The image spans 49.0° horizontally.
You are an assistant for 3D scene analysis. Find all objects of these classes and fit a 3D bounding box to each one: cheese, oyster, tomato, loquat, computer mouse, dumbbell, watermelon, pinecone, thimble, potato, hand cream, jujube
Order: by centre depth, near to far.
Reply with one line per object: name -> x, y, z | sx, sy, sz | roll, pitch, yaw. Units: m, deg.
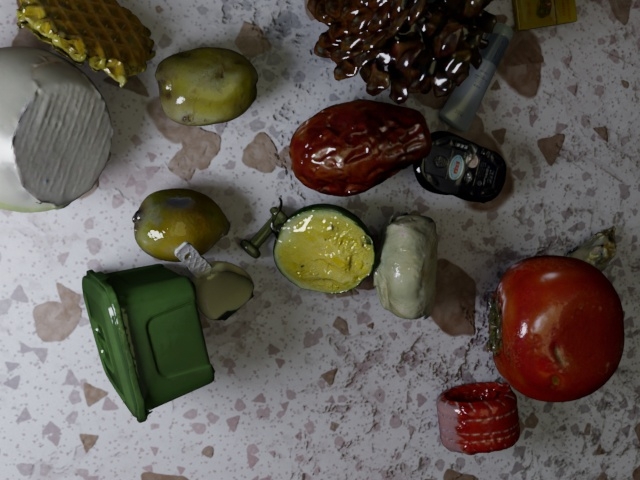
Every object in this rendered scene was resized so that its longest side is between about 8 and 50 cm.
pinecone -> 0.181, -0.454, 1.377 | 0.397, 0.398, 0.398 | -2, 97, -15
potato -> -0.224, -0.306, 1.397 | 0.200, 0.137, 0.155 | -6, 97, -13
loquat -> -0.279, -0.031, 1.409 | 0.195, 0.152, 0.152 | 4, 95, -22
cheese -> -0.223, 0.073, 1.413 | 0.127, 0.054, 0.251 | -41, 145, -7
jujube -> 0.080, -0.192, 1.459 | 0.290, 0.197, 0.197 | -14, 100, -6
watermelon -> 0.007, 0.004, 1.493 | 0.232, 0.127, 0.204 | 18, 122, 0
dumbbell -> -0.119, -0.017, 1.507 | 0.052, 0.046, 0.118 | 43, 85, -10
computer mouse -> 0.304, -0.162, 1.579 | 0.233, 0.096, 0.137 | 17, 97, -20
tomato -> 0.525, 0.195, 1.587 | 0.289, 0.293, 0.325 | -1, 88, -3
hand cream -> 0.359, -0.371, 1.594 | 0.079, 0.048, 0.255 | 29, 91, -11
thimble -> 0.365, 0.410, 1.626 | 0.189, 0.163, 0.125 | -10, 97, -14
oyster -> 0.665, 0.029, 1.722 | 0.121, 0.045, 0.146 | 8, 102, -19

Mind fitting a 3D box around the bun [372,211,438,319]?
bun -> 0.182, 0.055, 1.517 | 0.141, 0.239, 0.239 | 2, 97, 12

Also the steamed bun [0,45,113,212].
steamed bun -> -0.555, -0.205, 1.265 | 0.309, 0.309, 0.309 | -2, 97, -15

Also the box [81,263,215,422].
box -> -0.331, 0.168, 1.340 | 0.177, 0.328, 0.253 | -18, 103, -25

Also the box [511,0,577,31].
box -> 0.519, -0.539, 1.629 | 0.155, 0.023, 0.087 | -12, 102, -13

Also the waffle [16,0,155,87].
waffle -> -0.424, -0.396, 1.299 | 0.245, 0.254, 0.052 | 32, 124, -18
